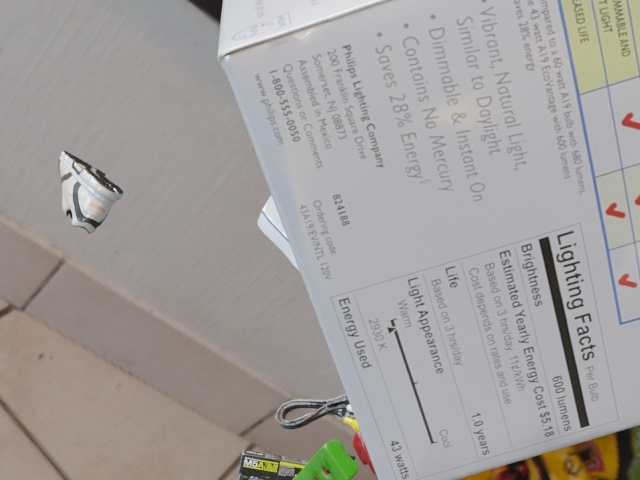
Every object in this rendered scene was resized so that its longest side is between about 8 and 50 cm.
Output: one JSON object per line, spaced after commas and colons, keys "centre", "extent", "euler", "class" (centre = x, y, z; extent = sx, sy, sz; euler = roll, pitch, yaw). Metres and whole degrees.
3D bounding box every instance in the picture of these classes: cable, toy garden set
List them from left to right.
{"centre": [0.036, 0.365, 2.035], "extent": [0.072, 0.287, 0.140], "euler": [59, 39, -56], "class": "cable"}
{"centre": [0.092, 0.296, 0.921], "extent": [0.049, 0.204, 0.244], "euler": [-26, 69, -38], "class": "toy garden set"}

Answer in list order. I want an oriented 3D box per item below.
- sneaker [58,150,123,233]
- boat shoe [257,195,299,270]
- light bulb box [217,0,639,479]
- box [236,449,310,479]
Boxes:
{"centre": [-0.189, -0.039, 0.714], "extent": [0.040, 0.044, 0.109], "euler": [28, 4, -30], "class": "sneaker"}
{"centre": [0.000, 0.000, 1.348], "extent": [0.258, 0.084, 0.095], "euler": [39, 25, 33], "class": "boat shoe"}
{"centre": [0.155, -0.057, 0.662], "extent": [0.225, 0.361, 0.358], "euler": [-100, 172, -63], "class": "light bulb box"}
{"centre": [-0.073, 0.506, 1.737], "extent": [0.190, 0.045, 0.184], "euler": [10, 86, -3], "class": "box"}
